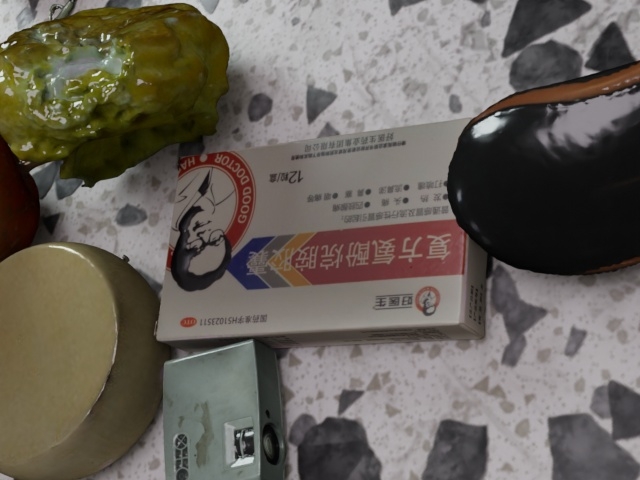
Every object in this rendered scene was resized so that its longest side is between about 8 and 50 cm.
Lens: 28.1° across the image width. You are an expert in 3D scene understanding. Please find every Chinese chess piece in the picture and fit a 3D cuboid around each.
[{"bbox_3d":[-0.290,0.132,1.406,0.273,0.102,0.273,-11,68,27],"label":"Chinese chess piece"}]

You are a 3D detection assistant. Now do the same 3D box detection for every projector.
[{"bbox_3d":[-0.096,0.186,1.294,0.115,0.061,0.147,-17,63,25],"label":"projector"}]

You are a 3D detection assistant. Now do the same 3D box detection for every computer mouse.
[{"bbox_3d":[0.264,-0.065,1.117,0.323,0.116,0.183,-17,106,22],"label":"computer mouse"}]

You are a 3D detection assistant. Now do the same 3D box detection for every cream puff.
[{"bbox_3d":[-0.232,-0.155,1.420,0.282,0.282,0.185,10,119,33],"label":"cream puff"}]

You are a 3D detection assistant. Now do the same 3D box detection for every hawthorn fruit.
[{"bbox_3d":[-0.446,-0.045,1.502,0.235,0.263,0.231,39,133,6],"label":"hawthorn fruit"}]

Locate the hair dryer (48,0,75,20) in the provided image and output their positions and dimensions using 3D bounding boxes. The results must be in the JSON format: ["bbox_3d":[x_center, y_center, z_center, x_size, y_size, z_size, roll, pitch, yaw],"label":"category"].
[{"bbox_3d":[-0.355,-0.203,1.622,0.199,0.067,0.167,-36,65,-4],"label":"hair dryer"}]

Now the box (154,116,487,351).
[{"bbox_3d":[0.000,0.000,1.313,0.353,0.069,0.214,-6,68,30],"label":"box"}]
